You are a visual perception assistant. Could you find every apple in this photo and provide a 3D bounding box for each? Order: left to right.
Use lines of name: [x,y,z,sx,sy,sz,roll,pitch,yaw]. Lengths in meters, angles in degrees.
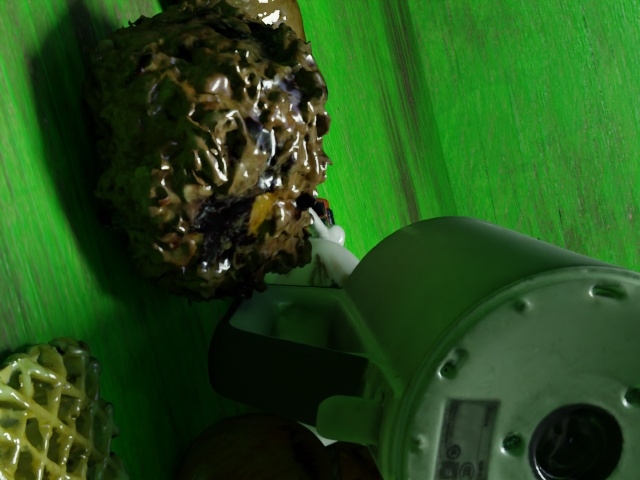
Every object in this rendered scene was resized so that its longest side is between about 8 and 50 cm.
apple: [-0.048,0.209,1.029,0.146,0.147,0.146,-12,90,-76]

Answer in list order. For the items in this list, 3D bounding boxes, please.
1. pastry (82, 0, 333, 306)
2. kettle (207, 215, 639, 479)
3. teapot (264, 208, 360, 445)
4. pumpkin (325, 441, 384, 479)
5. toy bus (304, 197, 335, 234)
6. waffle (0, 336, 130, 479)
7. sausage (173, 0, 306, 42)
pastry: [-0.074,-0.076,1.030,0.275,0.193,0.274,-16,90,-78]
kettle: [0.091,0.109,0.998,0.376,0.361,0.249,-132,-135,-78]
teapot: [-0.010,0.091,1.279,0.204,0.139,0.298,149,-72,-76]
pumpkin: [0.124,0.207,1.375,0.192,0.320,0.320,20,51,-32]
toy bus: [0.000,0.000,1.573,0.031,0.043,0.110,3,76,-76]
waffle: [-0.168,0.150,0.793,0.183,0.036,0.169,-40,119,-72]
sausage: [-0.127,-0.330,1.194,0.136,0.123,0.500,-56,141,-30]
